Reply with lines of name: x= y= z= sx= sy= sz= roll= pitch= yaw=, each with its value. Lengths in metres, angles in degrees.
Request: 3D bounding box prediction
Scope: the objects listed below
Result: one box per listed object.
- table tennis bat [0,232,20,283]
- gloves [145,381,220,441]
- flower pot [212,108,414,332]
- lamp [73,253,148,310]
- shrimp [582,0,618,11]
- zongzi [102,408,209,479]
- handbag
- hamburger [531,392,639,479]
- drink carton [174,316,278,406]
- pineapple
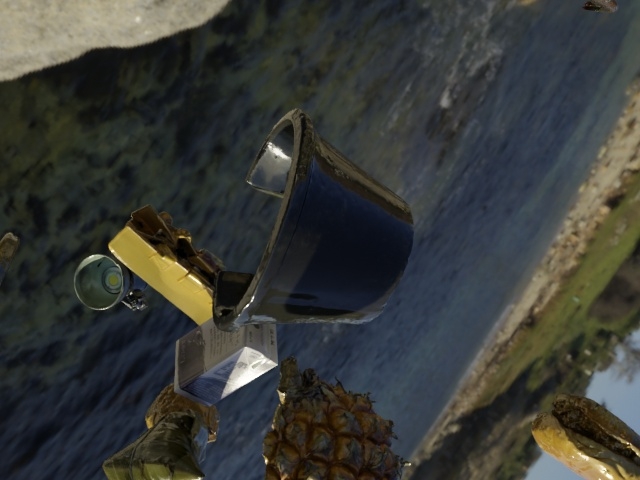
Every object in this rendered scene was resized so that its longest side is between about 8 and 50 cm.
table tennis bat: x=-0.417 y=0.131 z=0.935 sx=0.320 sy=0.050 sz=0.198 roll=-59 pitch=-162 yaw=11
gloves: x=-0.385 y=0.475 z=2.258 sx=0.203 sy=0.155 sz=0.356 roll=-48 pitch=-161 yaw=-8
flower pot: x=0.000 y=0.000 z=1.383 sx=0.379 sy=0.251 sz=0.379 roll=-58 pitch=-161 yaw=34
lamp: x=-0.539 y=0.113 z=2.278 sx=0.147 sy=0.172 sz=0.227 roll=-35 pitch=171 yaw=13
shrimp: x=0.384 y=-0.362 z=1.238 sx=0.023 sy=0.114 sz=0.083 roll=-61 pitch=167 yaw=5
zongzi: x=-0.273 y=0.433 z=1.742 sx=0.274 sy=0.125 sz=0.251 roll=-18 pitch=-169 yaw=35
handbag: x=-0.300 y=0.082 z=1.981 sx=0.133 sy=0.401 sz=0.283 roll=-51 pitch=-167 yaw=-18
hamburger: x=0.645 y=0.478 z=1.924 sx=0.158 sy=0.319 sz=0.318 roll=-56 pitch=164 yaw=-6
drink carton: x=-0.199 y=0.234 z=1.766 sx=0.222 sy=0.102 sz=0.134 roll=-35 pitch=-141 yaw=28
pineapple: x=0.044 y=0.336 z=1.470 sx=0.344 sy=0.209 sz=0.286 roll=-22 pitch=103 yaw=-65
